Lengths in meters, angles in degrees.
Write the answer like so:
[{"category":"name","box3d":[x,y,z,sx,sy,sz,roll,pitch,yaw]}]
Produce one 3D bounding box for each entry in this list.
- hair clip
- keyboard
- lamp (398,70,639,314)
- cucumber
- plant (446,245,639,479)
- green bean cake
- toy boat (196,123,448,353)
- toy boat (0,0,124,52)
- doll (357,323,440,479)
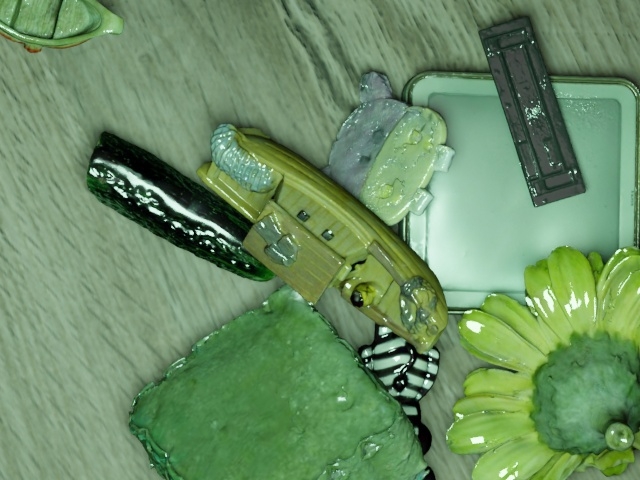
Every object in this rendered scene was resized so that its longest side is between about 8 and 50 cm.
[{"category":"hair clip","box3d":[0.066,-0.075,1.757,0.146,0.056,0.187,29,103,32]},{"category":"keyboard","box3d":[0.230,-0.141,1.774,0.061,0.013,0.204,-17,85,-6]},{"category":"lamp","box3d":[0.220,-0.050,1.797,0.266,0.047,0.269,2,87,-6]},{"category":"cucumber","box3d":[-0.145,-0.028,1.746,0.241,0.074,0.074,31,85,-5]},{"category":"plant","box3d":[0.310,0.166,1.698,0.261,0.297,0.306,19,98,-33]},{"category":"green bean cake","box3d":[-0.050,0.199,1.670,0.241,0.132,0.255,-38,49,-7]},{"category":"toy boat","box3d":[0.000,0.000,1.698,0.321,0.121,0.089,40,125,11]},{"category":"toy boat","box3d":[-0.301,-0.246,1.738,0.185,0.071,0.089,13,86,-6]},{"category":"doll","box3d":[0.082,0.176,1.758,0.091,0.067,0.219,1,93,-10]}]
